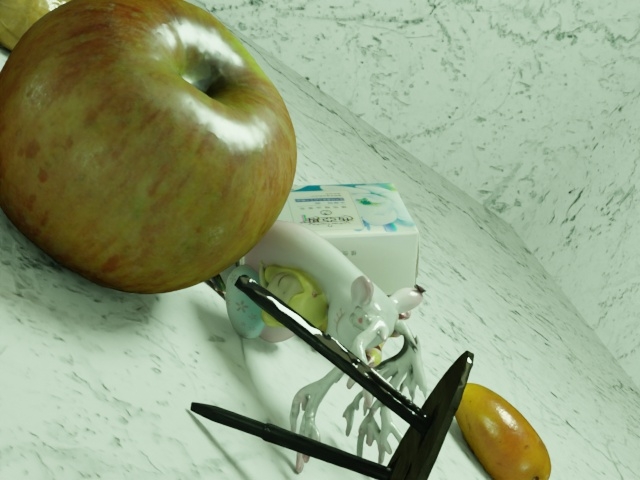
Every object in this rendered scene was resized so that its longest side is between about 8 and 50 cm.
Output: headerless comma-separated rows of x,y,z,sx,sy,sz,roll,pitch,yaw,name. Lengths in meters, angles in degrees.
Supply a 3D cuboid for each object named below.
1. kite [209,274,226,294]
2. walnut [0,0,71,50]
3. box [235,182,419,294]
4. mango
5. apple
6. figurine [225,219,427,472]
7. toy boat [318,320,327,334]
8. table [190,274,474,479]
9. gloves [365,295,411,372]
-0.196,0.026,1.736,0.190,0.010,0.159,39,16,0,kite
-0.471,-0.380,1.952,0.197,0.165,0.165,14,29,-42,walnut
0.000,-0.002,1.843,0.274,0.116,0.203,-2,26,-8,box
0.294,0.317,1.927,0.217,0.102,0.141,50,11,24,mango
-0.231,-0.115,1.484,0.400,0.333,0.400,31,36,-26,apple
0.017,0.142,1.557,0.206,0.284,0.315,15,3,-38,figurine
-0.009,0.084,1.880,0.088,0.068,0.226,-4,26,-12,toy boat
-0.020,0.194,1.217,0.249,0.317,0.317,26,15,1,table
0.074,0.121,1.908,0.126,0.145,0.241,32,10,5,gloves
